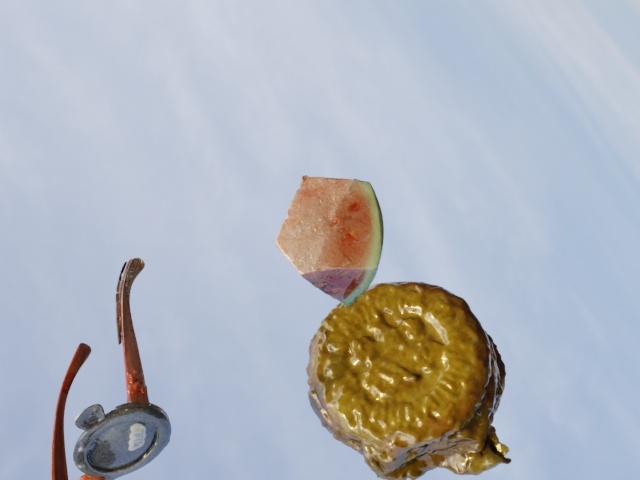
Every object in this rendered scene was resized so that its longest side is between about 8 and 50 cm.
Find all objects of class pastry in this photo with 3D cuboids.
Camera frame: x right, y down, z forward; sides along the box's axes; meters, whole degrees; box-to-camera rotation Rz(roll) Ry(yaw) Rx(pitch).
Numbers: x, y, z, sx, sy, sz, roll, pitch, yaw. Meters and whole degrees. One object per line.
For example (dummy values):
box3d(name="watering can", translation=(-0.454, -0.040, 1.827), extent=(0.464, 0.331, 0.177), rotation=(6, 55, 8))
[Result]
box3d(name="pastry", translation=(0.100, 0.167, 1.179), extent=(0.132, 0.240, 0.235), rotation=(60, -155, -48))

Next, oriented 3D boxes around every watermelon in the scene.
box3d(name="watermelon", translation=(0.003, -0.004, 0.676), extent=(0.072, 0.092, 0.084), rotation=(22, -113, -19))

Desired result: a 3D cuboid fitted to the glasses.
box3d(name="glasses", translation=(-0.269, 0.170, 1.092), extent=(0.118, 0.234, 0.268), rotation=(11, -140, -31))
